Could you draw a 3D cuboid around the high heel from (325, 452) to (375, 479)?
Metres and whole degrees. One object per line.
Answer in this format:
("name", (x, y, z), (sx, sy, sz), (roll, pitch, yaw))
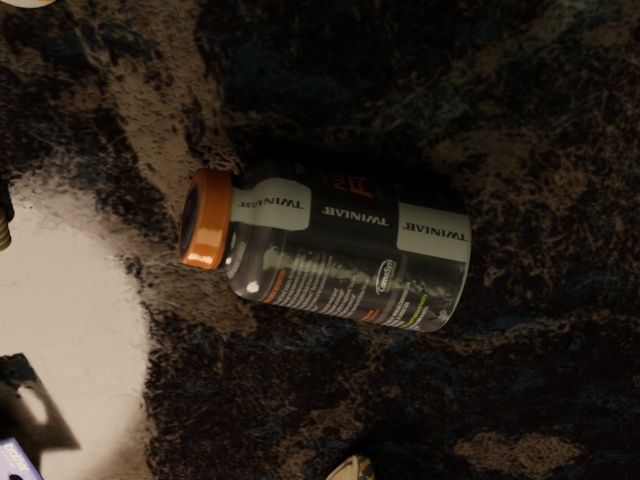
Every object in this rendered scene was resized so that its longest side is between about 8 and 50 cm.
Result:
("high heel", (0.092, 0.320, 1.835), (0.186, 0.093, 0.261), (-9, 130, -20))

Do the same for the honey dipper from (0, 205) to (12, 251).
("honey dipper", (-0.304, -0.055, 1.437), (0.031, 0.030, 0.160), (-4, 135, 0))

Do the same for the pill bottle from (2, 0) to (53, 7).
("pill bottle", (-0.138, -0.291, 1.106), (0.278, 0.162, 0.162), (-28, 131, 23))

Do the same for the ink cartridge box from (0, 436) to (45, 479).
("ink cartridge box", (-0.438, 0.272, 1.747), (0.311, 0.065, 0.185), (-11, 136, 11))

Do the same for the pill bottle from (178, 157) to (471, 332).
("pill bottle", (0.000, 0.000, 1.440), (0.246, 0.130, 0.130), (11, 134, -15))
